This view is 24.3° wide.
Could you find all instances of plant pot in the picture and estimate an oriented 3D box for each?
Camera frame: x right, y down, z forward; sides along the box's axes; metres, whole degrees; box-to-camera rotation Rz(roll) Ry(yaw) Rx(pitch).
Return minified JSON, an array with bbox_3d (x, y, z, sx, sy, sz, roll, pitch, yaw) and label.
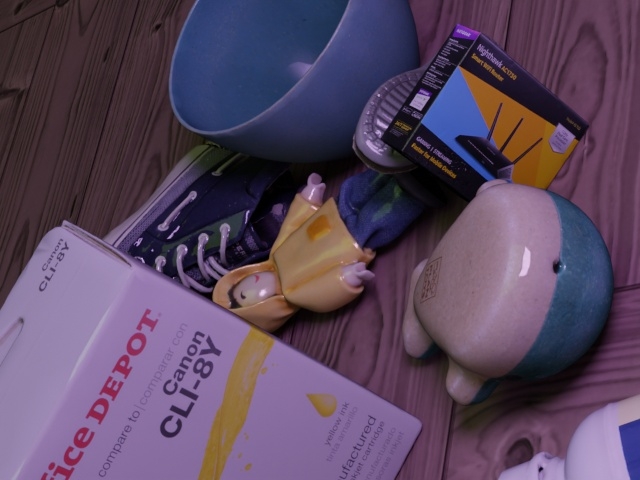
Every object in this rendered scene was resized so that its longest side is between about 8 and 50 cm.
[{"bbox_3d":[0.000,-0.202,1.667,0.290,0.195,0.290,-28,46,34],"label":"plant pot"}]

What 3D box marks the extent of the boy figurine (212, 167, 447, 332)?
[{"bbox_3d":[0.000,0.000,1.612,0.285,0.092,0.177,-38,43,19],"label":"boy figurine"}]

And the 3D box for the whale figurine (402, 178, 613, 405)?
[{"bbox_3d":[0.169,0.052,1.374,0.272,0.141,0.216,148,134,-66],"label":"whale figurine"}]

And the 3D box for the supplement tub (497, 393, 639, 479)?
[{"bbox_3d":[0.301,0.189,0.955,0.325,0.235,0.235,-23,47,15],"label":"supplement tub"}]

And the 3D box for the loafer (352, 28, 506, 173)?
[{"bbox_3d":[0.111,-0.128,1.525,0.251,0.094,0.087,-39,-14,-44],"label":"loafer"}]

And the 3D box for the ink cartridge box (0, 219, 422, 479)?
[{"bbox_3d":[-0.133,0.197,1.373,0.160,0.385,0.279,24,84,53],"label":"ink cartridge box"}]

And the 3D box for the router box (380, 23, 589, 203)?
[{"bbox_3d":[0.160,-0.105,1.429,0.133,0.179,0.046,-57,37,1],"label":"router box"}]

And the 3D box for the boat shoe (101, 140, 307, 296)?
[{"bbox_3d":[-0.151,0.020,1.691,0.158,0.127,0.340,7,55,44],"label":"boat shoe"}]
